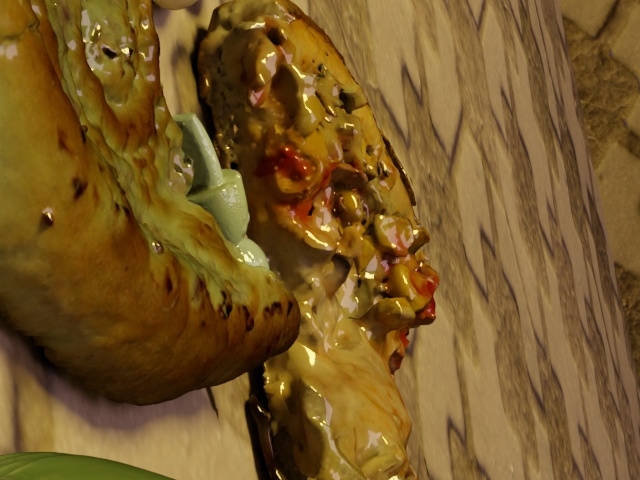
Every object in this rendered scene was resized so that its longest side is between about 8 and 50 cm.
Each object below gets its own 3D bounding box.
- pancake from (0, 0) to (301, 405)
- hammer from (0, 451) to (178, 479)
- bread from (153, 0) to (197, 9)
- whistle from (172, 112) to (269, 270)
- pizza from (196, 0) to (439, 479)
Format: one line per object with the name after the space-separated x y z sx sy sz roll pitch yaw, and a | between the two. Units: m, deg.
-0.081 -0.056 0.623 0.376 0.054 0.197 62 23 -55 | pancake
-0.057 0.195 0.397 0.206 0.119 0.335 -54 158 -25 | hammer
-0.078 -0.228 0.774 0.182 0.039 0.250 -31 111 -75 | bread
-0.047 -0.009 0.761 0.035 0.035 0.100 -69 146 -63 | whistle
0.000 0.000 0.872 0.287 0.074 0.251 -85 157 -49 | pizza
